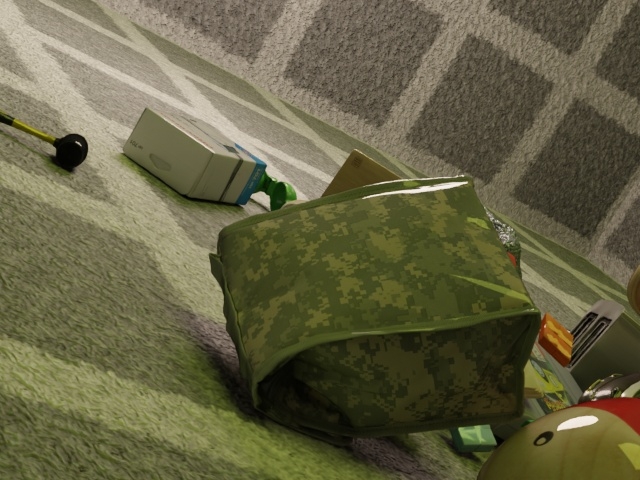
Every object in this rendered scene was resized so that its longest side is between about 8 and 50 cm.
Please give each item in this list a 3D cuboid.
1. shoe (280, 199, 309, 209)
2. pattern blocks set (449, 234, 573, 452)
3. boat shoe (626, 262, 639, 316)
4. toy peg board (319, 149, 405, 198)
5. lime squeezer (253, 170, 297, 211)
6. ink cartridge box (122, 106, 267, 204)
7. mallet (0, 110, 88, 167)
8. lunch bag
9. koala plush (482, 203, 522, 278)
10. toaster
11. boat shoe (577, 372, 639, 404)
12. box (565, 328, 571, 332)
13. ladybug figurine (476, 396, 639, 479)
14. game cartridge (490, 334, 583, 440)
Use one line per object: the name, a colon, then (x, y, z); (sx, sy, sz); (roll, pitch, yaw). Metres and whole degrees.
shoe: (0.000, 0.000, 1.857); (0.058, 0.077, 0.219); (27, 12, -48)
pattern blocks set: (0.185, 0.111, 1.516); (0.285, 0.026, 0.325); (-5, 52, -33)
boat shoe: (0.564, 0.113, 1.681); (0.341, 0.122, 0.110); (23, 10, -22)
toy peg board: (0.080, -0.036, 2.070); (0.161, 0.161, 0.079); (33, -5, 12)
lime squeezer: (-0.110, -0.080, 2.041); (0.310, 0.059, 0.110); (38, 42, 25)
ink cartridge box: (-0.187, -0.125, 1.903); (0.139, 0.082, 0.190); (35, 9, 19)
mallet: (-0.381, -0.148, 1.596); (0.189, 0.039, 0.062); (26, 10, -3)
lunch bag: (0.042, 0.070, 1.250); (0.286, 0.169, 0.235); (-5, 38, -11)
koala plush: (0.169, 0.023, 1.883); (0.221, 0.196, 0.203); (16, 9, -32)
toaster: (0.426, 0.179, 1.859); (0.110, 0.186, 0.168); (41, 1, -4)
boat shoe: (0.403, 0.214, 1.681); (0.068, 0.081, 0.227); (10, 2, 26)
box: (0.571, 0.286, 2.141); (0.322, 0.079, 0.257); (25, 14, -32)
ladybug figurine: (0.353, 0.266, 1.236); (0.449, 0.162, 0.305); (12, 24, -39)
game cartridge: (0.267, 0.190, 1.629); (0.294, 0.060, 0.196); (19, 39, -55)
